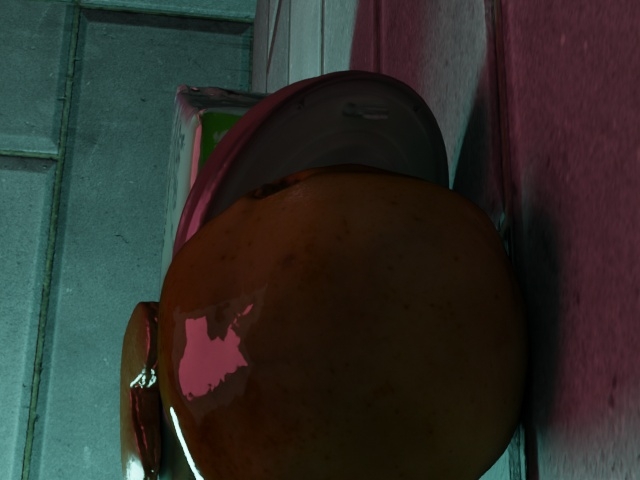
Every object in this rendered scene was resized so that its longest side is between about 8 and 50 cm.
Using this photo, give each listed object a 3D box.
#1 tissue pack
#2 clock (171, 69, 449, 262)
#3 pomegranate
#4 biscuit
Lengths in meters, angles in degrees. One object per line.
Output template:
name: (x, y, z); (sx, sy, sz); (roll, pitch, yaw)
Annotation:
tissue pack: (-0.075, 0.045, 1.570); (0.332, 0.205, 0.405); (-136, 51, -75)
clock: (0.001, 0.000, 0.980); (0.056, 0.244, 0.244); (29, 122, 39)
pomegranate: (0.009, 0.062, 0.828); (0.233, 0.233, 0.233); (-176, 90, -83)
biscuit: (-0.182, 0.161, 1.465); (0.186, 0.036, 0.192); (139, 131, -70)
